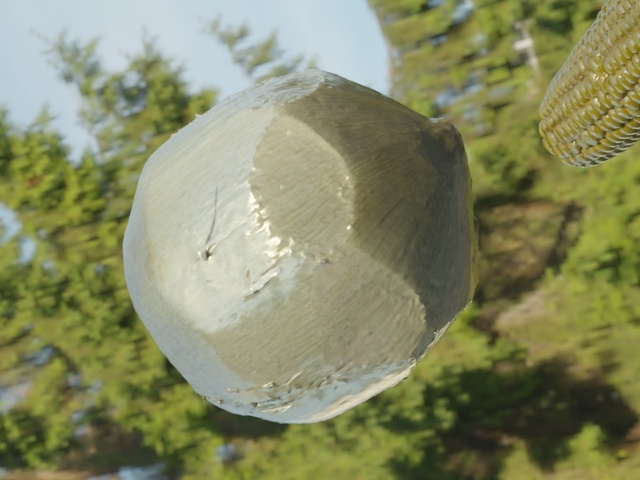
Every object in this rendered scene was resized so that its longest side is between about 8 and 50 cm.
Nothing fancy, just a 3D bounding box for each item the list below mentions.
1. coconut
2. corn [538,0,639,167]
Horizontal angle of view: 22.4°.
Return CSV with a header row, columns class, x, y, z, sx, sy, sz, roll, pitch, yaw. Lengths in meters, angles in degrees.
class,x,y,z,sx,sy,sz,roll,pitch,yaw
coconut,0.000,0.000,1.660,0.346,0.360,0.346,44,-152,-31
corn,0.263,-0.154,1.285,0.106,0.305,0.106,10,-122,-17
